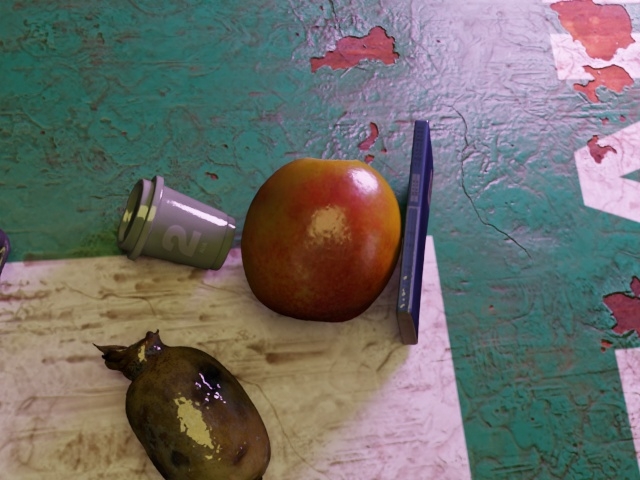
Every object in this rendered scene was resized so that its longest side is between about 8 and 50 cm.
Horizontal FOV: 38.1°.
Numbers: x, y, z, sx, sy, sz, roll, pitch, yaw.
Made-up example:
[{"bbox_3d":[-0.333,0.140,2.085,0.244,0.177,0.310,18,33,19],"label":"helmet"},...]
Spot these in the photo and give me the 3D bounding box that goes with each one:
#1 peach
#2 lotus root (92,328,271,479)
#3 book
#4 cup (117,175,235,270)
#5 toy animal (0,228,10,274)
[{"bbox_3d":[0.000,0.000,1.231,0.231,0.231,0.231,4,73,-12],"label":"peach"},{"bbox_3d":[-0.171,0.209,1.169,0.154,0.154,0.278,-38,85,-20],"label":"lotus root"},{"bbox_3d":[0.132,-0.006,1.283,0.025,0.191,0.269,4,72,10],"label":"book"},{"bbox_3d":[-0.194,-0.014,1.257,0.141,0.120,0.120,21,70,-21],"label":"cup"},{"bbox_3d":[-0.524,-0.016,1.194,0.269,0.082,0.137,31,67,2],"label":"toy animal"}]
